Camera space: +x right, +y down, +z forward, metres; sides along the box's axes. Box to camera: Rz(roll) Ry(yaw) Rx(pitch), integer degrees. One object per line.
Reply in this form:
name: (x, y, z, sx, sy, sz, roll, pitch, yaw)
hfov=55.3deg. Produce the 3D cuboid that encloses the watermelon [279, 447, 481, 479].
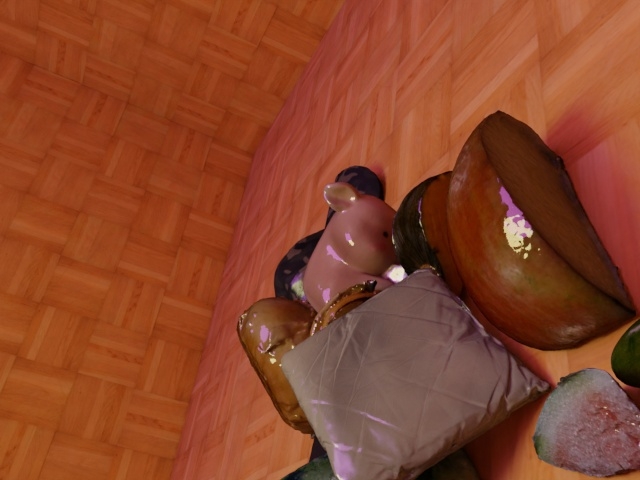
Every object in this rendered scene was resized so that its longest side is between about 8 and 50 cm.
watermelon: (0.079, 0.382, 0.776, 0.213, 0.261, 0.201, -121, 25, -65)

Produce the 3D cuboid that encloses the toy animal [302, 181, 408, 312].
toy animal: (0.076, 0.048, 1.147, 0.212, 0.195, 0.256, 31, 93, 35)

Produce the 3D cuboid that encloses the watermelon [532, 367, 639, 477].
watermelon: (0.270, 0.182, 0.601, 0.180, 0.081, 0.094, 107, 154, -63)

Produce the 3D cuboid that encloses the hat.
hat: (0.000, 0.000, 1.447, 0.366, 0.257, 0.382, -43, 50, 52)

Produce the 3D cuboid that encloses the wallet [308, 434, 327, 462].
wallet: (-0.002, 0.492, 1.118, 0.165, 0.042, 0.310, -39, 31, 58)

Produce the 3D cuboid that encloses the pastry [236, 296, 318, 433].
pastry: (-0.033, 0.230, 1.191, 0.184, 0.285, 0.316, -29, -15, -14)

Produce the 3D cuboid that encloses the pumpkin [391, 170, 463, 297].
pumpkin: (0.175, 0.006, 0.995, 0.131, 0.125, 0.248, 153, 135, -69)

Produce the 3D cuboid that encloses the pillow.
pillow: (0.105, 0.181, 0.813, 0.274, 0.076, 0.281, -31, 37, -6)

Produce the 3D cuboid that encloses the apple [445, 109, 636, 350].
apple: (0.252, -0.011, 0.779, 0.179, 0.254, 0.346, -16, 40, 14)

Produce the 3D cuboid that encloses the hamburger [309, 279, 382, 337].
hamburger: (0.077, 0.172, 1.008, 0.182, 0.191, 0.118, -50, 10, -1)

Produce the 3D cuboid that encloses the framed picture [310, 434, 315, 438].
framed picture: (-0.007, 0.378, 1.332, 0.066, 0.006, 0.089, -59, 20, 29)

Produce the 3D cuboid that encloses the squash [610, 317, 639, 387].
squash: (0.341, 0.066, 0.506, 0.258, 0.069, 0.069, -47, 28, 52)
